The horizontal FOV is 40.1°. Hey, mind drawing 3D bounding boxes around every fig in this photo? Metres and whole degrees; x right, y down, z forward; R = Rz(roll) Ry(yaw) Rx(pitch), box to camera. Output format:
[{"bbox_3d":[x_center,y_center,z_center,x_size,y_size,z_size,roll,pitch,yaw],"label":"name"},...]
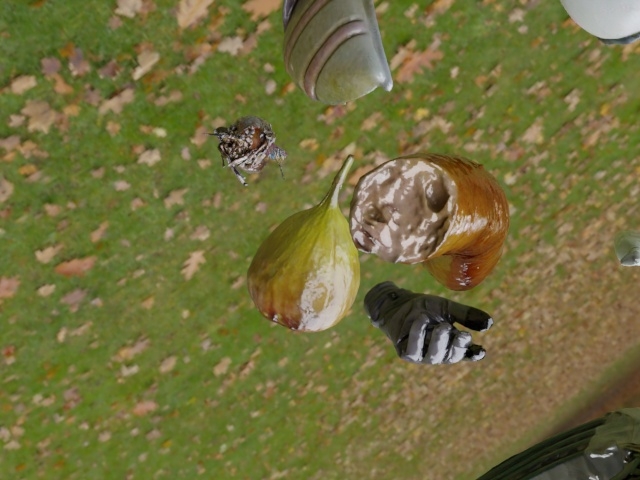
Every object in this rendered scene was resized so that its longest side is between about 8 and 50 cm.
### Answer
[{"bbox_3d":[0.000,0.000,1.232,0.159,0.159,0.257,12,99,-62],"label":"fig"}]

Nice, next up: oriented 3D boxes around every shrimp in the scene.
[{"bbox_3d":[-0.173,-0.206,1.906,0.145,0.116,0.343,-62,172,7],"label":"shrimp"}]

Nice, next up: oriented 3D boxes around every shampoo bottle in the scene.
[{"bbox_3d":[0.491,0.015,1.351,0.152,0.077,0.045,-20,118,-68],"label":"shampoo bottle"}]

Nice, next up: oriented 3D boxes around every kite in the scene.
[{"bbox_3d":[-0.082,-0.145,1.590,0.078,0.044,0.002,101,12,-47],"label":"kite"}]

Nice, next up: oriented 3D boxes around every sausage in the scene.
[{"bbox_3d":[0.103,-0.015,0.703,0.103,0.076,0.302,-43,163,9],"label":"sausage"}]

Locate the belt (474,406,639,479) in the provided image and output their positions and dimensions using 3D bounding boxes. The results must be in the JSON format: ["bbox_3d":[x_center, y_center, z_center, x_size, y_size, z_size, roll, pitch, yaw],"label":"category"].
[{"bbox_3d":[0.272,0.338,0.939,0.436,0.173,0.300,-25,-173,-9],"label":"belt"}]

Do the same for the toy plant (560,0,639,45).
[{"bbox_3d":[0.287,-0.403,1.035,0.332,0.247,0.247,21,126,-24],"label":"toy plant"}]

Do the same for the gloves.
[{"bbox_3d":[0.177,0.137,1.431,0.142,0.119,0.285,-35,-158,-14],"label":"gloves"}]

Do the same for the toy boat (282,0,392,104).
[{"bbox_3d":[0.011,-0.336,1.329,0.111,0.294,0.276,17,162,-31],"label":"toy boat"}]
